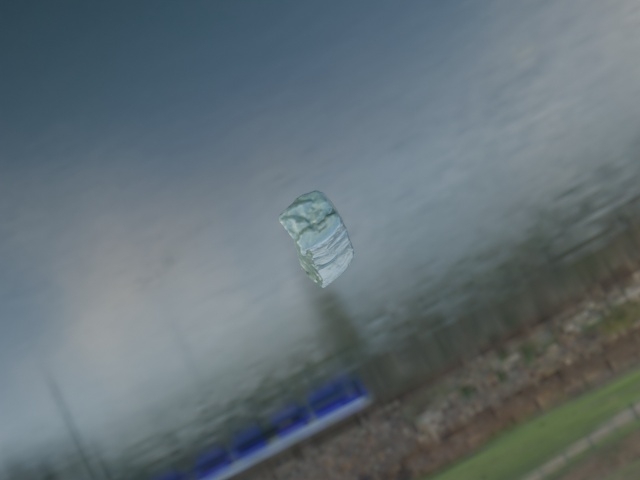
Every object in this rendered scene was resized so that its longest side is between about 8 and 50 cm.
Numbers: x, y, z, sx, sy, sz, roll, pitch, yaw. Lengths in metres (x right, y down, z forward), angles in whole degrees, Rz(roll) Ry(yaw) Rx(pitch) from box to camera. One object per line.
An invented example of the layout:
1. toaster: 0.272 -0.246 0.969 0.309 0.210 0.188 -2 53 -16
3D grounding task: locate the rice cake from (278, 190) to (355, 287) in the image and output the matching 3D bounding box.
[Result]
1. rice cake: 0.000 0.000 1.252 0.045 0.042 0.245 -38 171 -4
